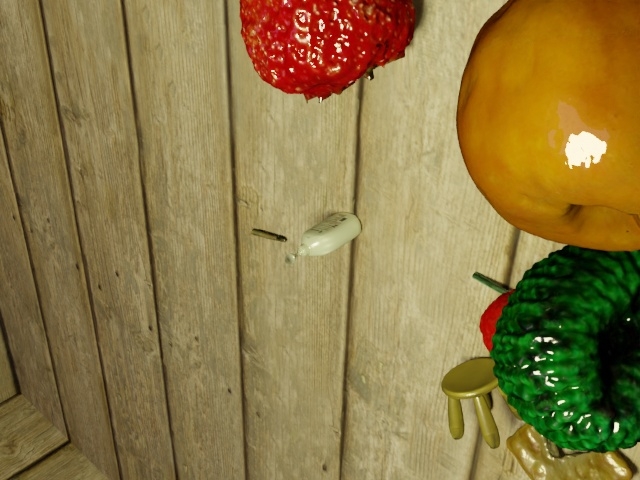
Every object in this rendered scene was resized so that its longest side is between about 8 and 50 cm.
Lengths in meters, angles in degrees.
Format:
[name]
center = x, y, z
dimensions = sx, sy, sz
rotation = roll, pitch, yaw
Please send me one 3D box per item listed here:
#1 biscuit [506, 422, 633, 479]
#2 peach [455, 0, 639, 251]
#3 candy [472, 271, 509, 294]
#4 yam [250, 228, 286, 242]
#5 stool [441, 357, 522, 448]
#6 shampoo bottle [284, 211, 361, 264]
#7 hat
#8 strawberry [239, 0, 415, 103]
[biscuit]
center = 0.398, 0.355, 1.583
dimensions = 0.183, 0.039, 0.174
rotation = 52, 133, 27
[peach]
center = 0.320, -0.159, 1.078
dimensions = 0.343, 0.343, 0.301
rotation = -15, 60, 55
[candy]
center = 0.342, 0.106, 1.472
dimensions = 0.305, 0.083, 0.091
rotation = 33, 102, 46
[yam]
center = -0.105, -0.010, 1.971
dimensions = 0.107, 0.014, 0.014
rotation = 14, 126, 46
[stool]
center = 0.270, 0.270, 1.633
dimensions = 0.134, 0.135, 0.110
rotation = -86, -23, -68
[shampoo bottle]
center = 0.000, 0.000, 1.726
dimensions = 0.077, 0.152, 0.045
rotation = 11, 122, 46
[hat]
center = 0.325, 0.136, 1.279
dimensions = 0.242, 0.274, 0.332
rotation = 50, 164, -5
[strawberry]
center = -0.010, -0.346, 1.394
dimensions = 0.257, 0.257, 0.276
rotation = 4, 129, 50
